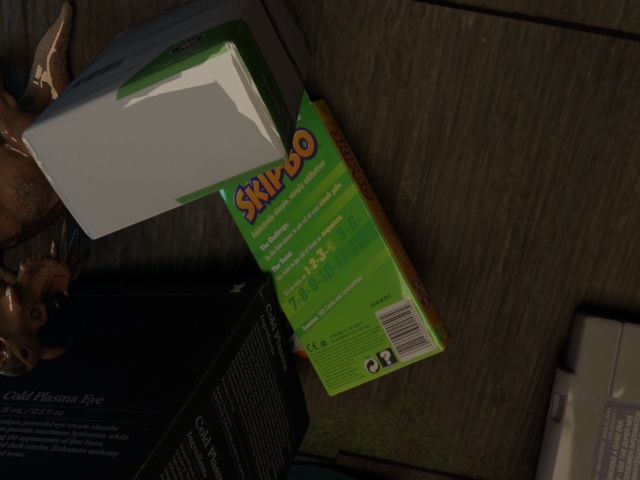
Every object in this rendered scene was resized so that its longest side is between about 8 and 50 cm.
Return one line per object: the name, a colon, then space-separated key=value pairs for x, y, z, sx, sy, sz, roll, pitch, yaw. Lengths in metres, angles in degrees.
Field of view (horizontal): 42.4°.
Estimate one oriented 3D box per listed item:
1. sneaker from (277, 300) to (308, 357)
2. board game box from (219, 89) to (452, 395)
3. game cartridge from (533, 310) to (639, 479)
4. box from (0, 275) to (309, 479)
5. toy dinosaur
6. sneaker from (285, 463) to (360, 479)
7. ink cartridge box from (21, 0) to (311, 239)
sneaker: x=-0.005 y=0.047 z=0.784 sx=0.075 sy=0.057 sz=0.161 roll=11 pitch=121 yaw=-6
board game box: x=0.000 y=0.000 z=0.726 sx=0.124 sy=0.039 sz=0.260 roll=-27 pitch=94 yaw=28
game cartridge: x=0.316 y=0.258 z=0.787 sx=0.230 sy=0.068 sz=0.355 roll=11 pitch=91 yaw=5
box: x=-0.226 y=0.186 z=0.701 sx=0.343 sy=0.312 sz=0.179 roll=-2 pitch=119 yaw=21
toy dinosaur: x=-0.255 y=-0.047 z=0.705 sx=0.200 sy=0.296 sz=0.127 roll=32 pitch=159 yaw=-19
sneaker: x=-0.060 y=0.361 z=0.917 sx=0.318 sy=0.127 sz=0.208 roll=5 pitch=116 yaw=14
ink cartridge box: x=-0.099 y=-0.115 z=0.622 sx=0.160 sy=0.219 sz=0.093 roll=-20 pitch=117 yaw=16
